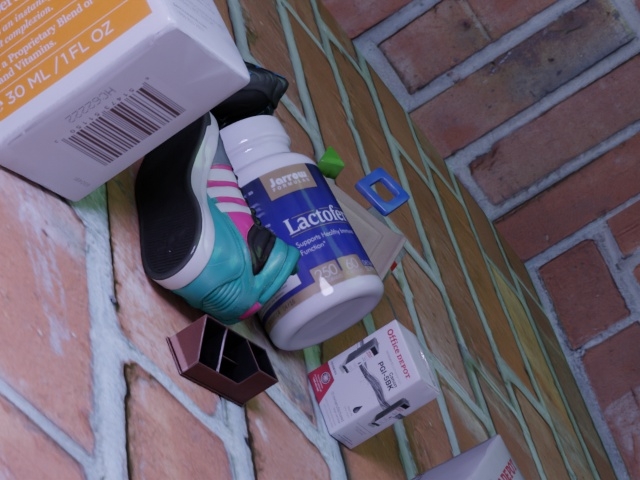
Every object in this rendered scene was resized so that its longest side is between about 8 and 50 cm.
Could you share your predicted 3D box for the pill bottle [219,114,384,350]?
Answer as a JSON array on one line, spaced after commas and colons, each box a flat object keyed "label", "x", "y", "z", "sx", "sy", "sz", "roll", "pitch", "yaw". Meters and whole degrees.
[{"label": "pill bottle", "x": -0.046, "y": -0.012, "z": 1.896, "sx": 0.265, "sy": 0.153, "sz": 0.153, "roll": 61, "pitch": 13, "yaw": 17}]

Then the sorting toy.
[{"label": "sorting toy", "x": 0.000, "y": 0.000, "z": 2.077, "sx": 0.196, "sy": 0.047, "sz": 0.348, "roll": 35, "pitch": 42, "yaw": -1}]

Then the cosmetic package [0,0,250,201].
[{"label": "cosmetic package", "x": -0.275, "y": -0.295, "z": 1.549, "sx": 0.161, "sy": 0.230, "sz": 0.453, "roll": 32, "pitch": 27, "yaw": -60}]

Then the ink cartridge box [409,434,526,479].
[{"label": "ink cartridge box", "x": 0.221, "y": 0.443, "z": 1.783, "sx": 0.385, "sy": 0.160, "sz": 0.279, "roll": 59, "pitch": 14, "yaw": 4}]

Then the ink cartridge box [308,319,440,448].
[{"label": "ink cartridge box", "x": 0.065, "y": 0.175, "z": 1.895, "sx": 0.056, "sy": 0.135, "sz": 0.099, "roll": 41, "pitch": 20, "yaw": -48}]

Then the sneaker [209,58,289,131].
[{"label": "sneaker", "x": -0.122, "y": -0.163, "z": 1.951, "sx": 0.125, "sy": 0.140, "sz": 0.341, "roll": 24, "pitch": 5, "yaw": 11}]

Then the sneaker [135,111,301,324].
[{"label": "sneaker", "x": -0.105, "y": -0.015, "z": 1.737, "sx": 0.178, "sy": 0.123, "sz": 0.296, "roll": 43, "pitch": 26, "yaw": -32}]

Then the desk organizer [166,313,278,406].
[{"label": "desk organizer", "x": -0.099, "y": 0.124, "z": 1.602, "sx": 0.130, "sy": 0.050, "sz": 0.047, "roll": 37, "pitch": 24, "yaw": -56}]

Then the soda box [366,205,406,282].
[{"label": "soda box", "x": 0.050, "y": 0.025, "z": 2.293, "sx": 0.098, "sy": 0.091, "sz": 0.286, "roll": 57, "pitch": 13, "yaw": -1}]
